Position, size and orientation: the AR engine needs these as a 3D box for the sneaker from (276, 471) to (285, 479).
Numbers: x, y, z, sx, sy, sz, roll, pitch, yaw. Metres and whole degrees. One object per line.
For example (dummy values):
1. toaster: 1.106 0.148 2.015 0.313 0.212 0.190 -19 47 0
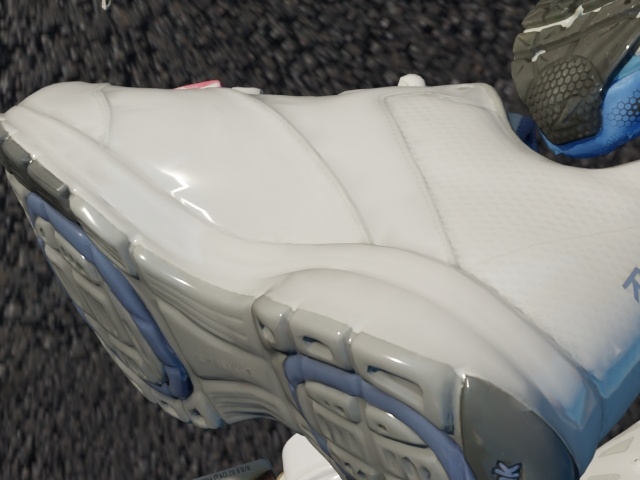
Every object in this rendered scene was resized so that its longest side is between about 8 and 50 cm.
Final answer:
1. sneaker: 0.052 0.247 1.451 0.192 0.086 0.064 39 56 -31

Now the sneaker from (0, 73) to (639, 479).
1. sneaker: 0.000 0.000 0.575 0.129 0.297 0.111 -42 132 -23

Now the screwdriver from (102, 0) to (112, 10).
1. screwdriver: -0.093 -0.144 0.788 0.025 0.170 0.024 -15 125 15

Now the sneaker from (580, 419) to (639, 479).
1. sneaker: 0.381 0.175 1.698 0.169 0.447 0.257 38 130 17

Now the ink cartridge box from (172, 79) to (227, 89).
1. ink cartridge box: -0.066 -0.004 1.162 0.092 0.218 0.158 -16 82 5

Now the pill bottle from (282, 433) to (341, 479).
1. pill bottle: 0.033 0.189 0.877 0.108 0.108 0.193 -8 61 -4

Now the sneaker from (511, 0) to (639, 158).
1. sneaker: 0.113 -0.039 0.407 0.162 0.063 0.073 -17 94 -38

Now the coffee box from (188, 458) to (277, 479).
1. coffee box: -0.066 0.293 1.155 0.168 0.297 0.119 -16 122 -10
